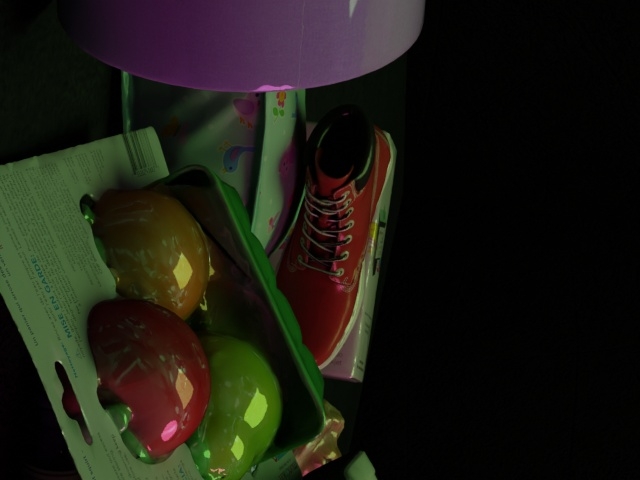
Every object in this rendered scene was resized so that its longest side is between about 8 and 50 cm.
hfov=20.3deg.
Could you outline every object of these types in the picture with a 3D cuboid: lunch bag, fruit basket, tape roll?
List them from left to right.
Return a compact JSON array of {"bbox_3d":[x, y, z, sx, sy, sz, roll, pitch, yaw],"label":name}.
[{"bbox_3d":[-0.135,0.085,1.330,0.327,0.165,0.353,65,24,-2],"label":"fruit basket"},{"bbox_3d":[-0.096,-0.071,1.635,0.223,0.160,0.262,-59,150,-73],"label":"lunch bag"},{"bbox_3d":[-0.057,-0.210,1.313,0.275,0.274,0.090,-70,166,-57],"label":"tape roll"}]

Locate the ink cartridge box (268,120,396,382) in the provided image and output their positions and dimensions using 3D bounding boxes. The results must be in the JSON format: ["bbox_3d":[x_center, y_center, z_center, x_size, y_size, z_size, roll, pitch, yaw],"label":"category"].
[{"bbox_3d":[-0.035,0.006,1.991,0.117,0.201,0.278,52,46,-80],"label":"ink cartridge box"}]

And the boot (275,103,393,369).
[{"bbox_3d":[0.000,0.000,1.626,0.176,0.088,0.244,31,74,-82],"label":"boot"}]

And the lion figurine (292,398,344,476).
[{"bbox_3d":[-0.066,0.257,1.978,0.240,0.142,0.392,-56,-177,1],"label":"lion figurine"}]

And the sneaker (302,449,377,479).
[{"bbox_3d":[0.012,0.258,1.437,0.123,0.106,0.290,64,17,0],"label":"sneaker"}]

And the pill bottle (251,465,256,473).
[{"bbox_3d":[-0.123,0.201,1.749,0.146,0.146,0.264,63,36,-77],"label":"pill bottle"}]

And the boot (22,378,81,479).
[{"bbox_3d":[-0.188,0.135,1.475,0.190,0.069,0.086,-53,153,-72],"label":"boot"}]
